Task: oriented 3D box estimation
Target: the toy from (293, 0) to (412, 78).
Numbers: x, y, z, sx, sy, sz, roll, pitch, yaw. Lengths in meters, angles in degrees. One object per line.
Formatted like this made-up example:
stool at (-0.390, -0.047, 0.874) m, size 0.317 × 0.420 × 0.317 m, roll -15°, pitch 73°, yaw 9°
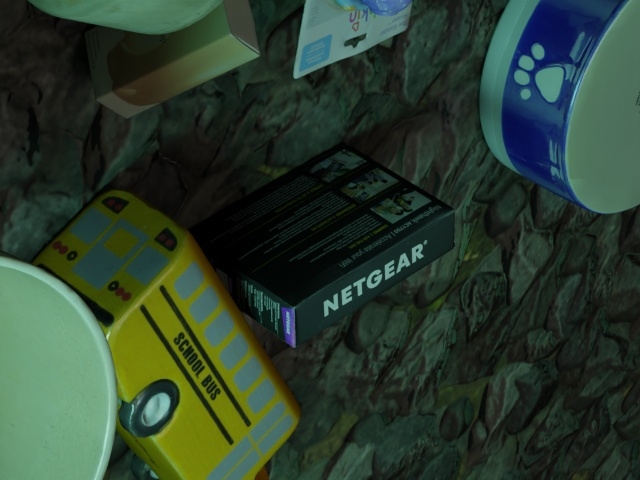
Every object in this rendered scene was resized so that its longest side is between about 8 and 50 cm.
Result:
toy at (0.058, -0.228, 1.408) m, size 0.137 × 0.056 × 0.237 m, roll -27°, pitch 137°, yaw -41°

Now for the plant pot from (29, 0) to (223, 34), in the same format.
plant pot at (-0.188, -0.283, 1.014) m, size 0.280 × 0.323 × 0.323 m, roll 4°, pitch 114°, yaw -33°

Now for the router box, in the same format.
router box at (0.000, 0.000, 1.561) m, size 0.179 × 0.133 × 0.046 m, roll -31°, pitch 136°, yaw -31°

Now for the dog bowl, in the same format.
dog bowl at (0.272, -0.161, 1.778) m, size 0.265 × 0.104 × 0.264 m, roll -29°, pitch 137°, yaw -32°

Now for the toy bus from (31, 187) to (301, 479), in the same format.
toy bus at (-0.114, 0.111, 1.538) m, size 0.130 × 0.108 × 0.332 m, roll -48°, pitch 143°, yaw -15°

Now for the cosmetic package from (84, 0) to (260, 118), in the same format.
cosmetic package at (-0.103, -0.136, 1.350) m, size 0.115 × 0.060 × 0.041 m, roll -24°, pitch 152°, yaw 22°

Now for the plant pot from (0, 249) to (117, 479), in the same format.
plant pot at (-0.301, 0.073, 1.136) m, size 0.256 × 0.274 × 0.256 m, roll -23°, pitch 127°, yaw -33°
